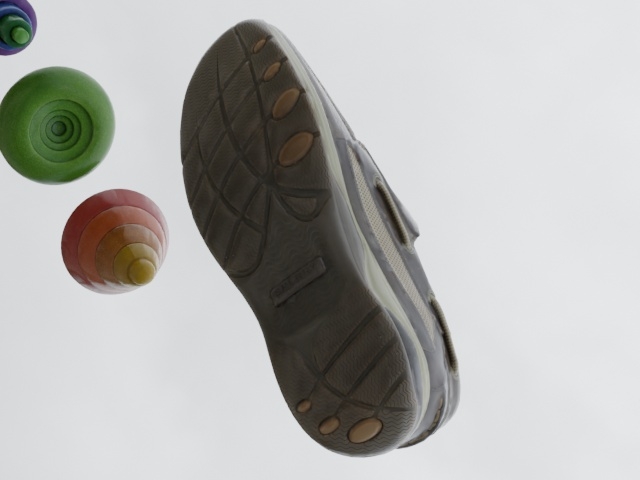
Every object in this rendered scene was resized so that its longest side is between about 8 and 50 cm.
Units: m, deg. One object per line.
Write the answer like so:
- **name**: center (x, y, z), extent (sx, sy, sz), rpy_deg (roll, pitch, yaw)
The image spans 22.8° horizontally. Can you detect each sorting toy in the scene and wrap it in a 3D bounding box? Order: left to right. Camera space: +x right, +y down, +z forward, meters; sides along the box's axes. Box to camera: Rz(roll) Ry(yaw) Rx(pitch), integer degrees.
- **sorting toy**: center (-0.247, -0.083, 1.619), extent (0.126, 0.127, 0.365), rpy_deg (38, -25, 61)

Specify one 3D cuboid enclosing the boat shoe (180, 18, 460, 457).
- **boat shoe**: center (0.000, 0.000, 1.190), extent (0.132, 0.130, 0.355), rpy_deg (-30, -113, 26)
